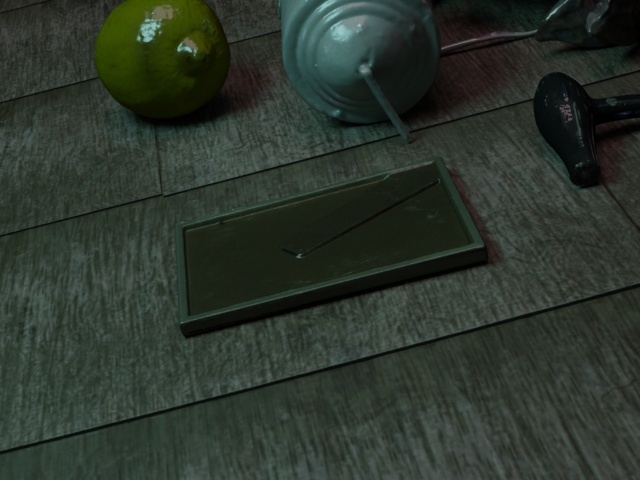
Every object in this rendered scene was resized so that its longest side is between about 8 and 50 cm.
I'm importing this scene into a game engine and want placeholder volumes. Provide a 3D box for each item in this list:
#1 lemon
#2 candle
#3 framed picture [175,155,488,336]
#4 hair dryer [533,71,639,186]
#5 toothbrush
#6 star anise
[{"bbox_3d":[-0.230,-0.267,2.008,0.248,0.184,0.184,4,32,47],"label":"lemon"},{"bbox_3d":[0.052,-0.289,1.881,0.221,0.221,0.342,-12,28,4],"label":"candle"},{"bbox_3d":[0.000,0.000,1.578,0.335,0.022,0.247,-14,27,0],"label":"framed picture"},{"bbox_3d":[0.367,-0.140,1.645,0.219,0.075,0.195,-6,38,-1],"label":"hair dryer"},{"bbox_3d":[0.245,-0.288,2.006,0.204,0.022,0.017,-14,25,6],"label":"toothbrush"},{"bbox_3d":[0.418,-0.322,1.895,0.257,0.111,0.198,-23,28,-30],"label":"star anise"}]
